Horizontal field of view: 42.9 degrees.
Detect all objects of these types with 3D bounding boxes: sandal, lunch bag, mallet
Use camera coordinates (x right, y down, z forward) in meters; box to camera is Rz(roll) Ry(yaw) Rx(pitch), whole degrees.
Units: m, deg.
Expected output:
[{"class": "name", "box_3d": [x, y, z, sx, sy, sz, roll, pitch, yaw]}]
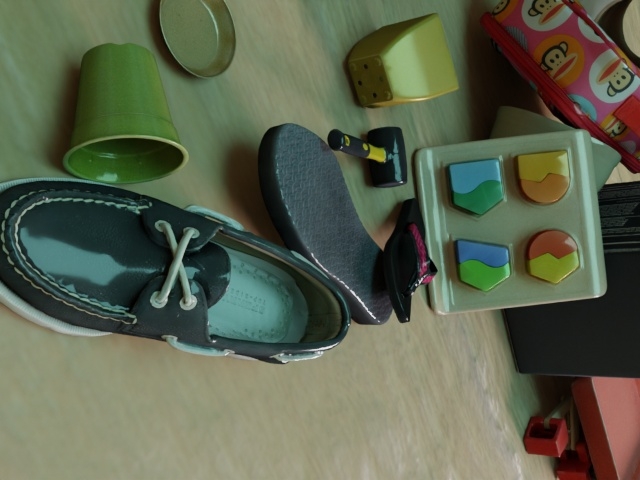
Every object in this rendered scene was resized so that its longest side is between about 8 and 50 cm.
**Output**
[{"class": "sandal", "box_3d": [0.096, 0.012, 0.821, 0.179, 0.040, 0.067, -69, 144, -52]}, {"class": "lunch bag", "box_3d": [0.357, -0.202, 1.051, 0.293, 0.120, 0.258, 17, 33, -50]}, {"class": "sandal", "box_3d": [0.000, 0.001, 0.735, 0.254, 0.055, 0.097, 58, 41, -45]}, {"class": "mallet", "box_3d": [0.045, -0.076, 0.768, 0.190, 0.039, 0.062, -22, 104, -70]}]

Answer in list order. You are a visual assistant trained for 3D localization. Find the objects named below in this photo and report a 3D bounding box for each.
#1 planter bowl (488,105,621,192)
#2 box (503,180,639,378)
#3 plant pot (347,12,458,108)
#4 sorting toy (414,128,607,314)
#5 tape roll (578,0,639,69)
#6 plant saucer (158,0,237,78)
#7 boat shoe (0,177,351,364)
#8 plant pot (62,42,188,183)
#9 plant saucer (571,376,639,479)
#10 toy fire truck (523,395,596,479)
[{"class": "planter bowl", "box_3d": [0.277, -0.086, 1.021, 0.162, 0.162, 0.109, 17, 99, -49]}, {"class": "box", "box_3d": [0.430, 0.042, 1.070, 0.294, 0.296, 0.182, -30, 110, -48]}, {"class": "plant pot", "box_3d": [0.076, -0.175, 0.829, 0.083, 0.081, 0.081, -31, 110, -37]}, {"class": "sorting toy", "box_3d": [0.217, -0.021, 0.916, 0.038, 0.208, 0.193, -159, -118, -86]}, {"class": "tape roll", "box_3d": [0.497, -0.317, 1.234, 0.169, 0.246, 0.246, -33, 111, -48]}, {"class": "plant saucer", "box_3d": [-0.102, -0.171, 0.655, 0.083, 0.015, 0.083, 8, 80, -51]}, {"class": "boat shoe", "box_3d": [-0.094, 0.024, 0.580, 0.303, 0.091, 0.114, 18, 72, -49]}, {"class": "plant pot", "box_3d": [-0.136, -0.090, 0.562, 0.083, 0.083, 0.079, 13, 65, -50]}, {"class": "plant saucer", "box_3d": [0.438, 0.249, 1.177, 0.259, 0.048, 0.258, -34, 109, -51]}, {"class": "toy fire truck", "box_3d": [0.355, 0.269, 1.145, 0.192, 0.047, 0.135, -42, 117, -45]}]
